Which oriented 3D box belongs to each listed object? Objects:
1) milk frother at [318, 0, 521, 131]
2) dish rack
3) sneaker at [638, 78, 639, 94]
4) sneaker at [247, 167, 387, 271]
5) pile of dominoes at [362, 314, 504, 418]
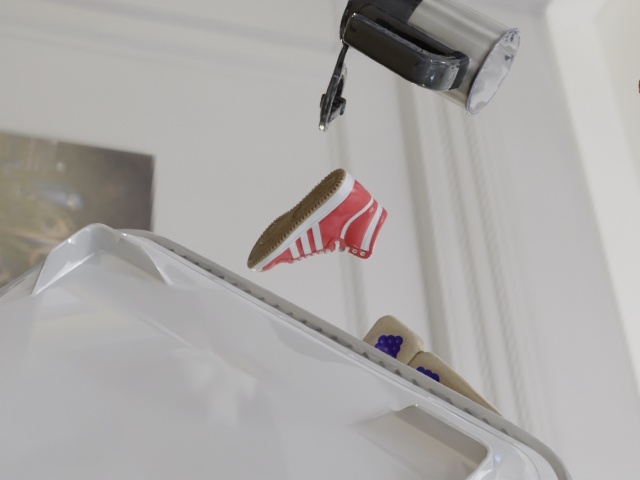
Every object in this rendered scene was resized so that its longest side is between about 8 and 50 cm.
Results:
[{"bbox_3d":[0.076,-0.142,1.009,0.129,0.135,0.143,-41,155,-39],"label":"milk frother"},{"bbox_3d":[-0.083,0.110,0.466,0.333,0.285,0.072,26,-40,36],"label":"dish rack"},{"bbox_3d":[0.353,-0.193,1.144,0.064,0.067,0.175,15,-60,30],"label":"sneaker"},{"bbox_3d":[0.000,0.000,0.925,0.118,0.067,0.042,-39,-151,27],"label":"sneaker"},{"bbox_3d":[0.017,0.187,0.567,0.196,0.040,0.251,41,-83,29],"label":"pile of dominoes"}]
